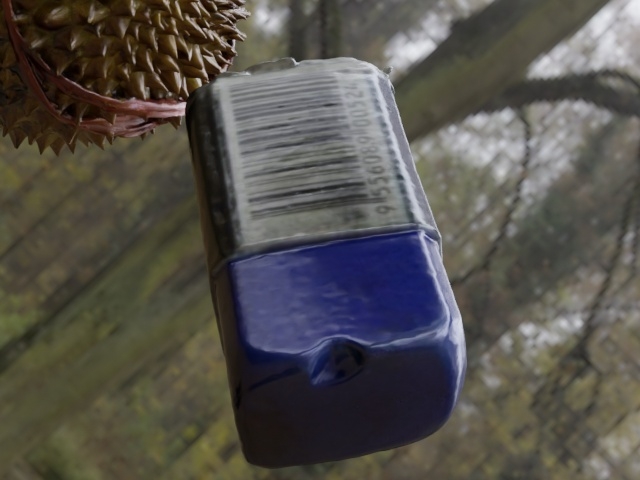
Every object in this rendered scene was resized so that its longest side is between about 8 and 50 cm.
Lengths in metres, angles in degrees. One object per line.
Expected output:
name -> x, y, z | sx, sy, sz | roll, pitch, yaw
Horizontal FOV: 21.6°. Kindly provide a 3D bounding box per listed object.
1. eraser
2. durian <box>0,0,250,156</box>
eraser -> 0.000, 0.000, 1.114 | 0.332, 0.155, 0.101 | -103, -175, -51
durian -> -0.230, -0.250, 1.539 | 0.347, 0.347, 0.384 | 49, -14, -17
